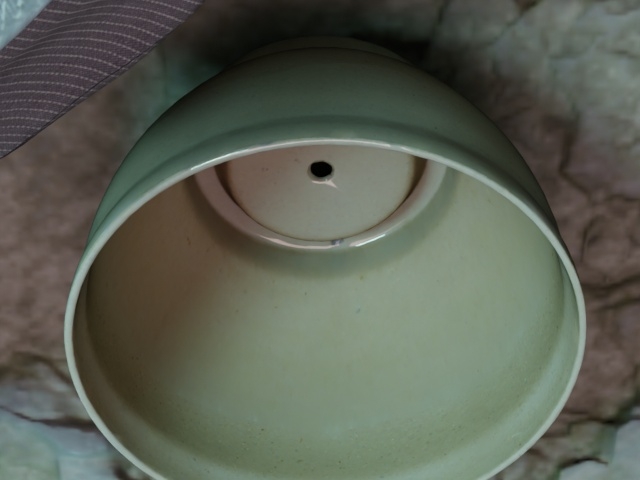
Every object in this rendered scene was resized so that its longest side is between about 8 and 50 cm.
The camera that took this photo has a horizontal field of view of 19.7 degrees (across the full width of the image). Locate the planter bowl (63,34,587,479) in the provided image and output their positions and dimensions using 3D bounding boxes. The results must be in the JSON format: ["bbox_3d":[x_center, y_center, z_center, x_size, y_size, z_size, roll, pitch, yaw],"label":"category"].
[{"bbox_3d":[0.000,0.000,0.611,0.162,0.109,0.162,-1,129,-1],"label":"planter bowl"}]

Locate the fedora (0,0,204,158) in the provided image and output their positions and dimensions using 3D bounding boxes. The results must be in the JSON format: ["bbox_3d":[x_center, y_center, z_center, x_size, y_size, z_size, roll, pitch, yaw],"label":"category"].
[{"bbox_3d":[-0.095,-0.113,0.452,0.243,0.275,0.124,13,167,31],"label":"fedora"}]
